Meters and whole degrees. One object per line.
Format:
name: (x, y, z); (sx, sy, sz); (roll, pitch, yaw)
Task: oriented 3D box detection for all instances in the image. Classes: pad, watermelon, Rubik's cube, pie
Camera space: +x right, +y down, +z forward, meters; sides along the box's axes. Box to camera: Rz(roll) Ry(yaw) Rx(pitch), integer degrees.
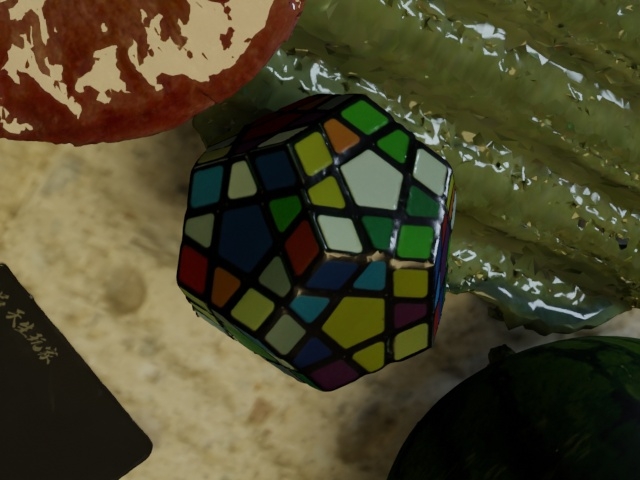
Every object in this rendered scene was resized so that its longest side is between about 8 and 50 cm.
pad: (-0.162, 0.090, 0.827); (0.112, 0.003, 0.157); (-36, 128, -4)
watermelon: (0.146, 0.165, 0.876); (0.242, 0.242, 0.242); (-13, 123, -20)
Rubik's cube: (0.000, 0.000, 0.733); (0.112, 0.133, 0.133); (0, 122, -57)
pie: (-0.099, -0.134, 0.666); (0.219, 0.054, 0.204); (-10, 114, -9)

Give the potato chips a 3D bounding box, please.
potato chips: (0.149, -0.111, 0.819); (0.429, 0.070, 0.358); (21, 114, -32)
